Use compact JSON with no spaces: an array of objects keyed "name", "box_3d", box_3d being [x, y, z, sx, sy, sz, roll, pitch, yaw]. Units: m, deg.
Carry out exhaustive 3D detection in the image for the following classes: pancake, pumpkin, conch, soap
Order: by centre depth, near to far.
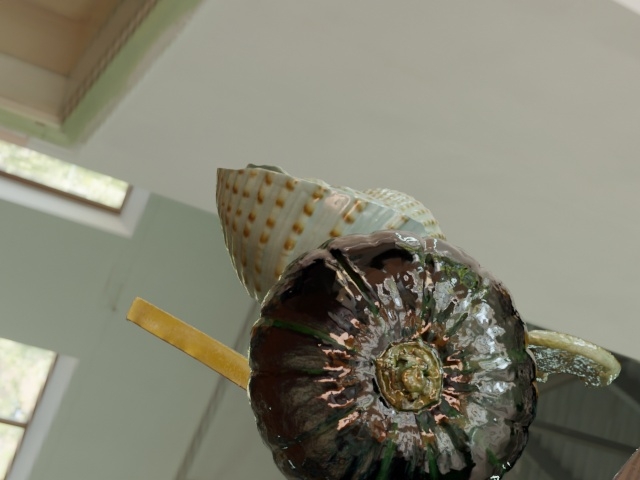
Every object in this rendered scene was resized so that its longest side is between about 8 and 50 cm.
[{"name":"pumpkin","box_3d":[0.048,0.089,0.718,0.140,0.202,0.202,124,-20,-78]},{"name":"soap","box_3d":[-0.124,0.147,1.333,0.252,0.092,0.037,26,-97,25]},{"name":"conch","box_3d":[-0.001,0.017,1.396,0.319,0.303,0.215,12,-95,23]},{"name":"pancake","box_3d":[0.353,0.188,1.729,0.253,0.254,0.037,-16,-126,59]}]

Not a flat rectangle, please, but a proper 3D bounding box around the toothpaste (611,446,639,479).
[{"name":"toothpaste","box_3d":[0.330,0.268,1.066,0.282,0.068,0.099,-54,-155,-22]}]
